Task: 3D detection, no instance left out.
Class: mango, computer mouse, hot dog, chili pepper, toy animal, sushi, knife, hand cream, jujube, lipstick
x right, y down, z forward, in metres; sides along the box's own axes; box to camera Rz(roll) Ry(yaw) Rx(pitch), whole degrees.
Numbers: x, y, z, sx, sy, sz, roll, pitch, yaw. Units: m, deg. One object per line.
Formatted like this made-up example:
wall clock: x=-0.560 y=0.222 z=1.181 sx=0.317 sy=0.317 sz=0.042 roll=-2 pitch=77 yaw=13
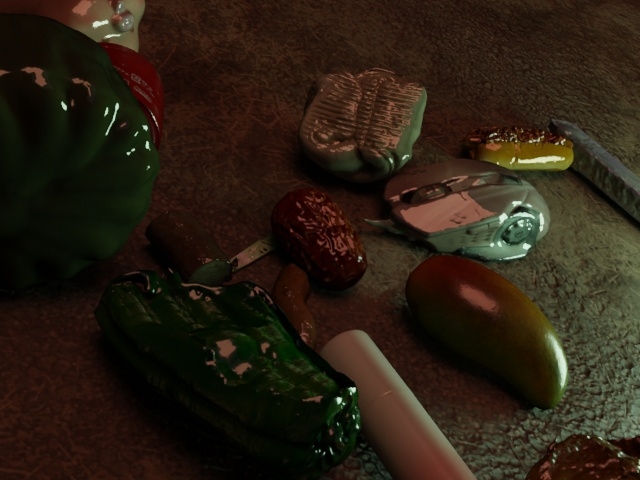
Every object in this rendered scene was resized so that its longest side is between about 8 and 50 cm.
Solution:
mango: x=0.259 y=0.127 z=1.580 sx=0.289 sy=0.129 sz=0.146 roll=35 pitch=38 yaw=2
computer mouse: x=0.246 y=-0.068 z=1.808 sx=0.389 sy=0.115 sz=0.199 roll=-1 pitch=41 yaw=-28
hot dog: x=0.384 y=-0.182 z=2.024 sx=0.249 sy=0.076 sz=0.102 roll=1 pitch=46 yaw=-20
chili pepper: x=-0.117 y=0.170 z=1.325 sx=0.385 sy=0.167 sz=0.213 roll=32 pitch=23 yaw=31
toy animal: x=-0.452 y=-0.377 z=1.754 sx=0.326 sy=0.269 sz=0.237 roll=4 pitch=28 yaw=30
sushi: x=0.361 y=0.353 z=1.351 sx=0.179 sy=0.166 sz=0.296 roll=25 pitch=25 yaw=33
knife: x=-0.079 y=0.004 z=1.645 sx=0.030 sy=0.014 sz=0.207 roll=41 pitch=43 yaw=14
hand cream: x=-0.337 y=-0.197 z=1.612 sx=0.193 sy=0.193 sz=0.125 roll=12 pitch=39 yaw=-13
jujube: x=0.000 y=0.000 z=1.619 sx=0.112 sy=0.109 sz=0.176 roll=-34 pitch=72 yaw=-11
lipstick: x=0.107 y=0.254 z=1.357 sx=0.087 sy=0.087 sz=0.327 roll=-6 pitch=40 yaw=-31

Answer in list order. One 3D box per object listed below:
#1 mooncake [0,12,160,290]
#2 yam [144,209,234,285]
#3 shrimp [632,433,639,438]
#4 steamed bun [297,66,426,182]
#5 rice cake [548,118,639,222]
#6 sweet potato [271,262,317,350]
mooncake: x=-0.394 y=-0.103 z=1.350 sx=0.356 sy=0.356 sz=0.194 roll=-3 pitch=38 yaw=-29
yam: x=-0.193 y=0.015 z=1.526 sx=0.084 sy=0.084 sz=0.127 roll=-15 pitch=55 yaw=-38
shrimp: x=0.503 y=0.321 z=1.552 sx=0.114 sy=0.023 sz=0.083 roll=-7 pitch=44 yaw=-26
steamed bun: x=0.070 y=-0.197 z=1.852 sx=0.211 sy=0.144 sz=0.218 roll=12 pitch=67 yaw=4
rice cake: x=0.597 y=-0.102 z=2.053 sx=0.070 sy=0.064 sz=0.399 roll=-14 pitch=51 yaw=-44
sweet potato: x=-0.038 y=0.107 z=1.513 sx=0.065 sy=0.051 sz=0.218 roll=10 pitch=40 yaw=-18
